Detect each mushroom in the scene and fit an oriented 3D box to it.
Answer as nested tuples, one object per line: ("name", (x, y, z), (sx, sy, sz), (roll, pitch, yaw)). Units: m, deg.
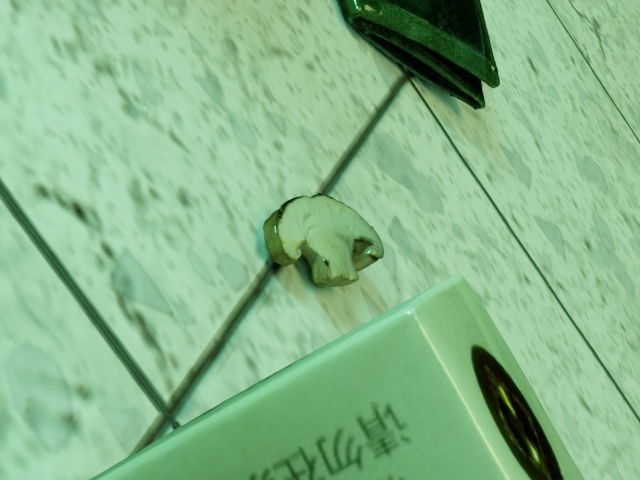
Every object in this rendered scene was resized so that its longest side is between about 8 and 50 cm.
("mushroom", (0.000, 0.001, 0.814), (0.101, 0.019, 0.049), (6, 55, -59))

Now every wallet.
("wallet", (0.048, -0.216, 1.140), (0.160, 0.055, 0.236), (23, 42, -45))

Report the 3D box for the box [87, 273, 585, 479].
("box", (0.031, 0.161, 0.493), (0.256, 0.164, 0.069), (60, 21, 3))
